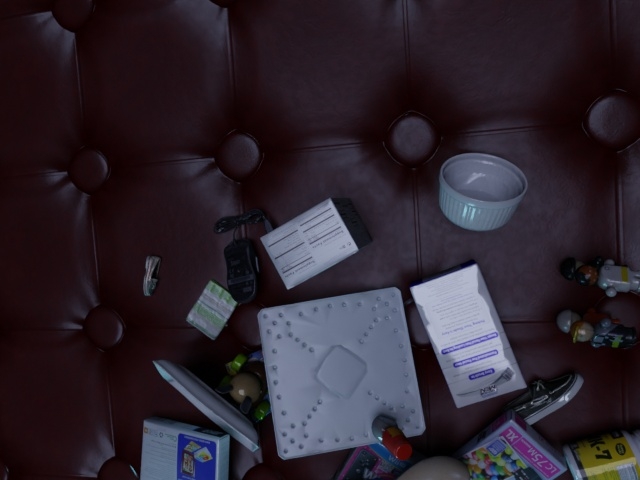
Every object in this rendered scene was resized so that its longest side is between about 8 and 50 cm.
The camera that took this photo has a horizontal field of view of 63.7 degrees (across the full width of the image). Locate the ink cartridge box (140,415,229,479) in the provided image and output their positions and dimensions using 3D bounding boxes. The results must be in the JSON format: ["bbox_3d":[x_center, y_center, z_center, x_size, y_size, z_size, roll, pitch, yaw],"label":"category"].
[{"bbox_3d":[-0.407,0.705,1.523,0.303,0.072,0.307,1,89,28],"label":"ink cartridge box"}]

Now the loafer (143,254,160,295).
[{"bbox_3d":[-0.512,0.109,1.568,0.039,0.045,0.125,5,93,5],"label":"loafer"}]

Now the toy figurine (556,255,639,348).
[{"bbox_3d":[0.654,0.144,1.227,0.148,0.209,0.213,7,95,18],"label":"toy figurine"}]

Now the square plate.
[{"bbox_3d":[-0.303,0.459,1.434,0.347,0.344,0.049,36,65,7],"label":"square plate"}]

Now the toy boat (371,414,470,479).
[{"bbox_3d":[0.228,0.586,1.285,0.267,0.148,0.318,-29,104,-11],"label":"toy boat"}]

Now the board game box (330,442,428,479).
[{"bbox_3d":[0.151,0.698,1.440,0.224,0.097,0.303,30,100,8],"label":"board game box"}]

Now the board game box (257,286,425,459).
[{"bbox_3d":[0.053,0.347,1.377,0.390,0.050,0.390,-9,83,-4],"label":"board game box"}]

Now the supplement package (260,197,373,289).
[{"bbox_3d":[0.000,0.000,1.332,0.204,0.262,0.145,-30,87,14],"label":"supplement package"}]

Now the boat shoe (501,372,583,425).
[{"bbox_3d":[0.572,0.403,1.331,0.219,0.078,0.070,-42,86,14],"label":"boat shoe"}]

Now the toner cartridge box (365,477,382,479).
[{"bbox_3d":[0.126,0.825,1.370,0.165,0.075,0.348,-14,92,15],"label":"toner cartridge box"}]

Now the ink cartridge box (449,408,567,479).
[{"bbox_3d":[0.458,0.606,1.354,0.186,0.065,0.311,42,115,4],"label":"ink cartridge box"}]

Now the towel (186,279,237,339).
[{"bbox_3d":[-0.322,0.208,1.547,0.113,0.023,0.152,34,98,6],"label":"towel"}]

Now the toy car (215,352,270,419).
[{"bbox_3d":[-0.209,0.411,1.385,0.155,0.188,0.149,32,96,9],"label":"toy car"}]

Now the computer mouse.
[{"bbox_3d":[-0.196,0.041,1.486,0.184,0.060,0.262,-20,78,17],"label":"computer mouse"}]

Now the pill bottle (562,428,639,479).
[{"bbox_3d":[0.731,0.546,1.286,0.208,0.119,0.119,-21,90,13],"label":"pill bottle"}]

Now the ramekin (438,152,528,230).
[{"bbox_3d":[0.390,-0.116,1.272,0.207,0.207,0.109,13,134,11],"label":"ramekin"}]

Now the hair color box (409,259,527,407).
[{"bbox_3d":[0.381,0.240,1.347,0.185,0.110,0.339,-21,88,12],"label":"hair color box"}]

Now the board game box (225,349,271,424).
[{"bbox_3d":[-0.150,0.412,1.501,0.194,0.060,0.194,-23,87,11],"label":"board game box"}]
